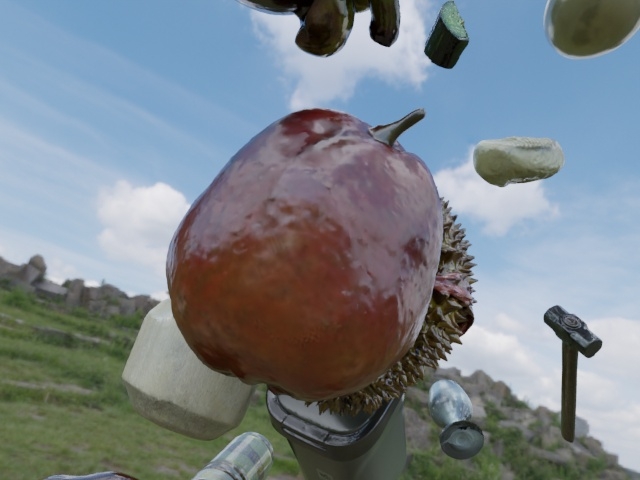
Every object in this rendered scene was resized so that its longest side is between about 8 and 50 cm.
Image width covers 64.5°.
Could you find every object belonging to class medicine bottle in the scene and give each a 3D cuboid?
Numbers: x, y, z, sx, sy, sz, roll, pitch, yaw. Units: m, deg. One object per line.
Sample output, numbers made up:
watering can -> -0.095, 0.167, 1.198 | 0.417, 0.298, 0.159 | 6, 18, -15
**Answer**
medicine bottle -> -0.245, 0.657, 1.403 | 0.151, 0.152, 0.322 | 8, 3, 14

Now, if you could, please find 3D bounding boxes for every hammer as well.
hammer -> 0.518, 0.298, 1.049 | 0.043, 0.111, 0.366 | -24, -57, -9

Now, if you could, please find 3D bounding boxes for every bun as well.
bun -> 0.435, -0.172, 1.122 | 0.188, 0.111, 0.164 | -5, 14, -9

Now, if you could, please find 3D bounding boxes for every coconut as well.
coconut -> -0.215, 0.206, 0.915 | 0.237, 0.266, 0.237 | 22, -12, 5

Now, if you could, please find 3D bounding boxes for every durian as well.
durian -> 0.044, 0.048, 0.720 | 0.347, 0.385, 0.347 | 9, -9, 2

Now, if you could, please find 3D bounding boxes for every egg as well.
egg -> 0.555, -0.469, 1.031 | 0.185, 0.186, 0.241 | 12, 0, 3

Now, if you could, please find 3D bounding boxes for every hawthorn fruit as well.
hawthorn fruit -> 0.000, 0.000, 0.423 | 0.224, 0.261, 0.224 | 27, 7, -4

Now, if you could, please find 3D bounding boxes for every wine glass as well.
wine glass -> 0.371, 0.490, 1.418 | 0.126, 0.127, 0.241 | 12, 14, 1

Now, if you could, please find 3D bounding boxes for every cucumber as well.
cucumber -> 0.302, -0.497, 1.236 | 0.062, 0.117, 0.115 | -11, -23, -15

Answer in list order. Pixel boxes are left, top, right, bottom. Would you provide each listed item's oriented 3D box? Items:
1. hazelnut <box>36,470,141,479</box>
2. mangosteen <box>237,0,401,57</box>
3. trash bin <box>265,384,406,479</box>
hazelnut -> -0.262, 0.355, 0.525 | 0.210, 0.186, 0.210 | -11, -42, -10
mangosteen -> -0.008, -0.288, 0.465 | 0.215, 0.215, 0.258 | -12, -63, 51
trash bin -> 0.047, 0.325, 0.905 | 0.219, 0.219, 0.250 | 13, -51, 35
